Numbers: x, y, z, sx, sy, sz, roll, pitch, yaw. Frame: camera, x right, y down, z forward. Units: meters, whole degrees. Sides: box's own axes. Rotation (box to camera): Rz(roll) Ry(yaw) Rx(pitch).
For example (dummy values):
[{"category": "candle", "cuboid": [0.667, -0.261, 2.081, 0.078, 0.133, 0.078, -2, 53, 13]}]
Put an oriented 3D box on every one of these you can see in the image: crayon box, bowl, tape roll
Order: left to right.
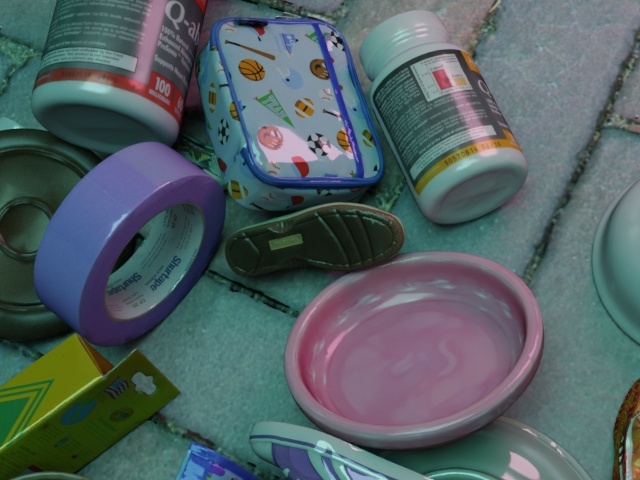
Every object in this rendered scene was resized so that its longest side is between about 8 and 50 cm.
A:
[{"category": "crayon box", "cuboid": [-0.356, 0.242, 1.555, 0.318, 0.202, 0.081, -36, 65, -6]}, {"category": "tape roll", "cuboid": [-0.252, 0.007, 1.594, 0.090, 0.275, 0.275, 36, 78, 23]}, {"category": "bowl", "cuboid": [0.502, 0.003, 1.528, 0.298, 0.134, 0.298, -4, 66, 10]}]

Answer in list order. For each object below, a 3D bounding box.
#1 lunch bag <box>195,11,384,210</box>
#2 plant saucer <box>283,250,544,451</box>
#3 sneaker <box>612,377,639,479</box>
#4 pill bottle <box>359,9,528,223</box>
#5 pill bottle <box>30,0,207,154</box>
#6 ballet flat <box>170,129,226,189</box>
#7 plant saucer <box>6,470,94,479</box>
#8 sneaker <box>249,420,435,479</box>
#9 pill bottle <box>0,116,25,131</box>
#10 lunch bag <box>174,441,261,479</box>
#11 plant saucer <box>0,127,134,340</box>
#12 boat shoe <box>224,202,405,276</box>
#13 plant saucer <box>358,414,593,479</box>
[{"category": "lunch bag", "cuboid": [-0.040, -0.188, 1.687, 0.243, 0.115, 0.303, -2, 63, -27]}, {"category": "plant saucer", "cuboid": [0.121, 0.148, 1.510, 0.332, 0.084, 0.332, -11, 37, 8]}, {"category": "sneaker", "cuboid": [0.406, 0.259, 1.485, 0.067, 0.064, 0.175, 11, 74, -6]}, {"category": "pill bottle", "cuboid": [0.164, -0.175, 1.653, 0.162, 0.162, 0.278, -23, 65, 1]}, {"category": "pill bottle", "cuboid": [-0.273, -0.321, 1.695, 0.210, 0.210, 0.363, 6, 72, 13]}, {"category": "ballet flat", "cuboid": [-0.180, -0.115, 1.752, 0.221, 0.077, 0.079, 25, 92, 24]}, {"category": "plant saucer", "cuboid": [-0.345, 0.431, 1.506, 0.278, 0.041, 0.278, 0, 88, -5]}, {"category": "sneaker", "cuboid": [0.014, 0.322, 1.402, 0.282, 0.102, 0.161, 19, 74, 26]}, {"category": "pill bottle", "cuboid": [-0.503, -0.069, 1.760, 0.124, 0.124, 0.221, 27, 73, 20]}, {"category": "lunch bag", "cuboid": [-0.140, 0.377, 1.402, 0.138, 0.293, 0.221, 18, 71, 17]}, {"category": "plant saucer", "cuboid": [-0.419, -0.013, 1.684, 0.310, 0.050, 0.310, 2, 80, -14]}, {"category": "boat shoe", "cuboid": [-0.001, -0.008, 1.640, 0.257, 0.095, 0.095, -3, 100, 19]}, {"category": "plant saucer", "cuboid": [0.169, 0.392, 1.443, 0.400, 0.100, 0.400, -4, 66, 9]}]
